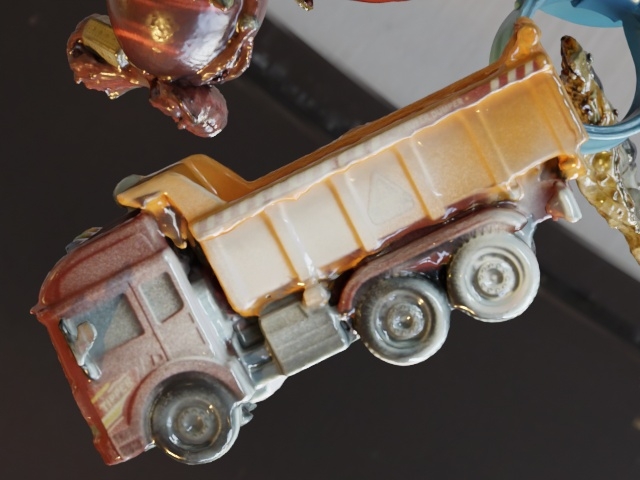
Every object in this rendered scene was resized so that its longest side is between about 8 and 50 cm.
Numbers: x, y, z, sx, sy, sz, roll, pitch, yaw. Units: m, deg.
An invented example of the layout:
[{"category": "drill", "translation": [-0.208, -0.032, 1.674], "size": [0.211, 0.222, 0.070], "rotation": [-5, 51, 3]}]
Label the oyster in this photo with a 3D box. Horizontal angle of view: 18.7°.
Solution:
[{"category": "oyster", "translation": [0.308, -0.091, 2.090], "size": [0.078, 0.129, 0.345], "rotation": [-14, 136, 20]}]

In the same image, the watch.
[{"category": "watch", "translation": [0.265, -0.179, 1.842], "size": [0.211, 0.193, 0.211], "rotation": [17, 169, 3]}]

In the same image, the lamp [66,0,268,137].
[{"category": "lamp", "translation": [-0.146, -0.217, 1.824], "size": [0.215, 0.223, 0.151], "rotation": [34, -169, 38]}]

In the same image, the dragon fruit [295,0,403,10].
[{"category": "dragon fruit", "translation": [0.077, -0.327, 1.583], "size": [0.342, 0.277, 0.277], "rotation": [-20, 119, 44]}]

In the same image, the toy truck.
[{"category": "toy truck", "translation": [0.000, 0.000, 0.915], "size": [0.135, 0.270, 0.114], "rotation": [63, -172, -4]}]
